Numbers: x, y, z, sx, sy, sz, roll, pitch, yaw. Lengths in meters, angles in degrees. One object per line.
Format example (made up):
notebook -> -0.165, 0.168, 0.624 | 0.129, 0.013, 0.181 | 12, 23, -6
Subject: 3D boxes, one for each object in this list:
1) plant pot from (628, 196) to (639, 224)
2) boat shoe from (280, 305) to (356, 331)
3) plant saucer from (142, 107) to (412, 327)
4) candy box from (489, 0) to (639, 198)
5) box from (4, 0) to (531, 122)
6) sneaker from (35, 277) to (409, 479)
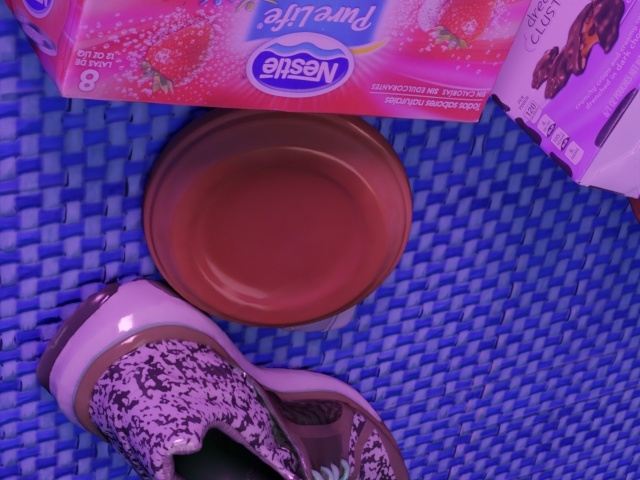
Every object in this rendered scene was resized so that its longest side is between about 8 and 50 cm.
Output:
plant pot -> 0.386, -0.072, 1.140 | 0.203, 0.291, 0.291 | 14, 119, -21
boat shoe -> 0.000, 0.000, 1.099 | 0.063, 0.066, 0.184 | -10, 140, -26
plant saucer -> -0.031, -0.011, 1.031 | 0.200, 0.037, 0.200 | -2, 124, -3
candy box -> 0.187, -0.153, 0.982 | 0.070, 0.196, 0.165 | 10, 120, -38
box -> -0.030, -0.175, 0.863 | 0.300, 0.154, 0.142 | 0, 126, -33
sneaker -> -0.047, 0.191, 1.138 | 0.158, 0.182, 0.410 | -47, 136, 11
